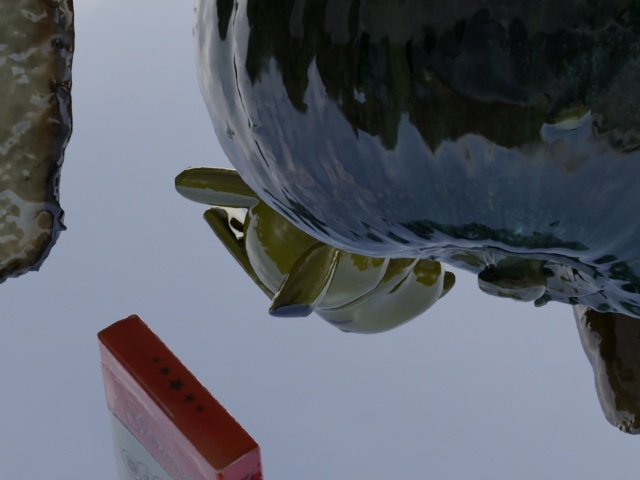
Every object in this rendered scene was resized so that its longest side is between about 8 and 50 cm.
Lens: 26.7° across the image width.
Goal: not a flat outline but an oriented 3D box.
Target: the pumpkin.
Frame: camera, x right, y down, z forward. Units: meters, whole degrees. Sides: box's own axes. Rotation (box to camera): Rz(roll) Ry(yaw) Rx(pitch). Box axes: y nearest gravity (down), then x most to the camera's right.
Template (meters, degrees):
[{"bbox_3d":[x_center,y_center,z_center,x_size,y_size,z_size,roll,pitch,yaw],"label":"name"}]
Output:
[{"bbox_3d":[0.059,-0.113,0.618,0.197,0.293,0.263,13,-91,-37],"label":"pumpkin"}]

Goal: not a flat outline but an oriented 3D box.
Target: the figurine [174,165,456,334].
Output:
[{"bbox_3d":[0.003,0.002,1.417,0.169,0.327,0.218,-47,-118,5],"label":"figurine"}]

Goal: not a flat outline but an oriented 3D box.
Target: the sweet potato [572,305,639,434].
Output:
[{"bbox_3d":[0.340,0.056,1.460,0.158,0.158,0.369,-5,-131,-9],"label":"sweet potato"}]

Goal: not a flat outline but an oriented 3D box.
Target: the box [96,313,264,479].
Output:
[{"bbox_3d":[-0.087,0.173,0.876,0.035,0.245,0.139,-27,-131,-28],"label":"box"}]

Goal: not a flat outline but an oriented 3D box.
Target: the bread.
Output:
[{"bbox_3d":[-0.141,-0.043,0.409,0.129,0.126,0.044,-5,-156,-17],"label":"bread"}]
